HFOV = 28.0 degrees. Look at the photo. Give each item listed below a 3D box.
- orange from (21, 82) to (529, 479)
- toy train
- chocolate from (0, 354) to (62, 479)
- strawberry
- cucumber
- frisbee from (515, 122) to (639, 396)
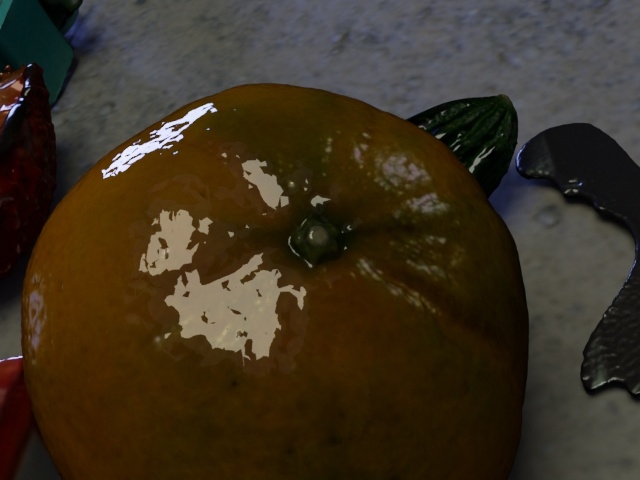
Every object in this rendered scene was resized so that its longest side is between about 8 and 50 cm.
[{"bbox_3d":[-0.014,0.042,0.570,0.240,0.171,0.240,6,64,-12],"label":"orange"},{"bbox_3d":[-0.277,-0.161,0.979,0.198,0.107,0.154,-2,54,23],"label":"toy train"},{"bbox_3d":[-0.233,0.183,0.595,0.235,0.108,0.237,-11,45,25],"label":"chocolate"},{"bbox_3d":[-0.229,-0.026,0.833,0.140,0.085,0.192,-25,36,12],"label":"strawberry"},{"bbox_3d":[0.001,0.001,0.709,0.265,0.077,0.077,-27,42,-4],"label":"cucumber"},{"bbox_3d":[0.177,0.006,0.668,0.211,0.012,0.187,13,55,34],"label":"frisbee"}]
